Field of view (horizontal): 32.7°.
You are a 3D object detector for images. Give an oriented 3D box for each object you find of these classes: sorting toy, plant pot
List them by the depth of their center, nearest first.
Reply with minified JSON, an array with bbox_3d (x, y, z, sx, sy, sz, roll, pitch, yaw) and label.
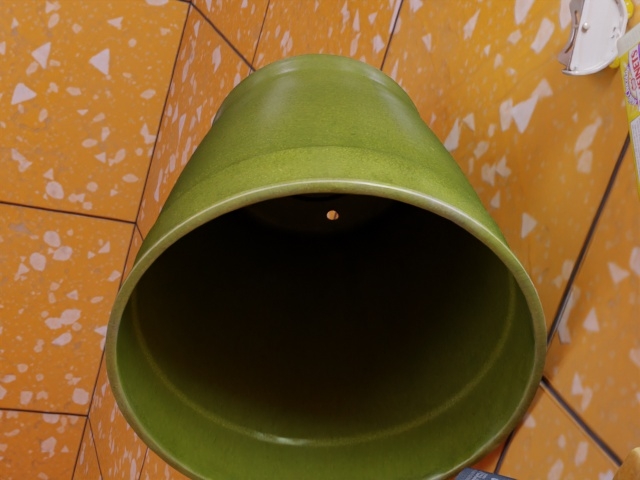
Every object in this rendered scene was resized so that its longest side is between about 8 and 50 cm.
[{"bbox_3d":[0.224,-0.179,0.929,0.075,0.045,0.083,-145,65,-73],"label":"sorting toy"},{"bbox_3d":[0.000,0.000,1.049,0.353,0.366,0.366,-93,23,-53],"label":"plant pot"}]

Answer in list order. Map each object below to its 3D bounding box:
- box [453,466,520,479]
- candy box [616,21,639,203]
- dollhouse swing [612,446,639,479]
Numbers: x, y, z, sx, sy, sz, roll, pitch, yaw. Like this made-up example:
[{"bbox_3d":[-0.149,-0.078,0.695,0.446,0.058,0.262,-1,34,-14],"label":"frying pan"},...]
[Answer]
[{"bbox_3d":[0.158,0.291,0.739,0.059,0.183,0.233,-2,-78,-70],"label":"box"},{"bbox_3d":[0.270,-0.085,0.800,0.105,0.027,0.206,135,138,-58],"label":"candy box"},{"bbox_3d":[0.206,0.354,0.482,0.305,0.315,0.347,-80,11,-60],"label":"dollhouse swing"}]
